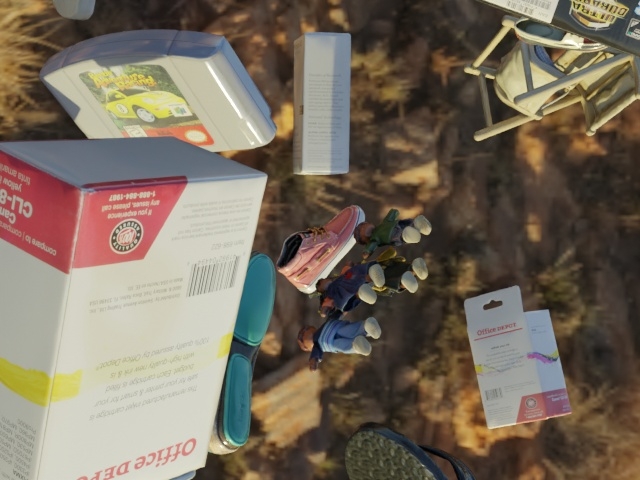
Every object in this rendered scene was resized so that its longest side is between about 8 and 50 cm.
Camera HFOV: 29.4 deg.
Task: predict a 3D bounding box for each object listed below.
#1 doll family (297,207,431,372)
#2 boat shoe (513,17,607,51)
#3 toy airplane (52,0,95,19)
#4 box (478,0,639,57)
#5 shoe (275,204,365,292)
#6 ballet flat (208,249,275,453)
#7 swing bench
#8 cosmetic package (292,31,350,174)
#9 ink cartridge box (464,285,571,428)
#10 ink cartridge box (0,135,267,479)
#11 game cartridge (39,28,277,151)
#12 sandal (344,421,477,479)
[{"bbox_3d":[0.038,0.050,1.239,0.193,0.111,0.076,-46,115,-30],"label":"doll family"},{"bbox_3d":[0.321,-0.275,1.589,0.043,0.137,0.049,16,81,-70],"label":"boat shoe"},{"bbox_3d":[-0.259,-0.505,1.394,0.272,0.386,0.384,1,49,-24],"label":"toy airplane"},{"bbox_3d":[0.330,-0.237,1.209,0.295,0.293,0.073,-38,150,-62],"label":"box"},{"bbox_3d":[0.000,0.000,2.083,0.081,0.063,0.178,40,84,-36],"label":"shoe"},{"bbox_3d":[-0.146,0.157,1.783,0.107,0.106,0.316,43,48,-44],"label":"ballet flat"},{"bbox_3d":[0.427,-0.296,2.233,0.255,0.253,0.165,-4,79,-11],"label":"swing bench"},{"bbox_3d":[0.000,-0.225,2.026,0.085,0.117,0.231,-1,92,-10],"label":"cosmetic package"},{"bbox_3d":[0.291,0.172,1.817,0.067,0.115,0.198,-2,78,-45],"label":"ink cartridge box"},{"bbox_3d":[-0.238,0.091,1.348,0.279,0.160,0.384,-9,117,-53],"label":"ink cartridge box"},{"bbox_3d":[-0.225,-0.195,1.631,0.196,0.294,0.060,59,40,-40],"label":"game cartridge"},{"bbox_3d":[0.214,0.444,2.007,0.446,0.167,0.107,43,41,-11],"label":"sandal"}]
